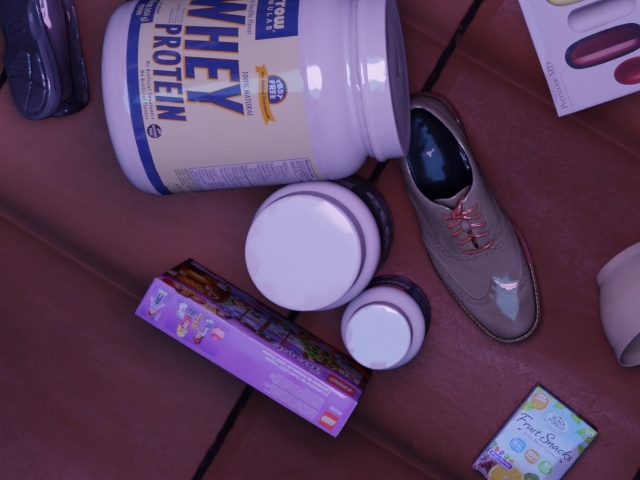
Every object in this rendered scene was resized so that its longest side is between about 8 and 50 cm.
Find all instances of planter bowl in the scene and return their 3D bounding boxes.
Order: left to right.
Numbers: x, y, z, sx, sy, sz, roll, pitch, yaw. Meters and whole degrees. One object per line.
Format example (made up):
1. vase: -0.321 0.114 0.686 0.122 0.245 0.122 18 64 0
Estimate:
1. planter bowl: 0.413 0.068 1.900 0.162 0.162 0.109 -36 63 10

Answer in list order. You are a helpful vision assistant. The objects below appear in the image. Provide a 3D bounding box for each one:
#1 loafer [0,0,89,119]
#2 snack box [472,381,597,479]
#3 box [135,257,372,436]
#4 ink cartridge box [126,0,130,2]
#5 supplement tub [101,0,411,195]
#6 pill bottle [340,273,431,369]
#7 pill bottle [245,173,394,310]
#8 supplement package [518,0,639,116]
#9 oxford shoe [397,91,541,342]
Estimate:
1. loafer: -0.368 -0.309 1.996 0.109 0.095 0.302 -7 92 39
2. snack box: 0.280 0.271 1.988 0.100 0.037 0.141 38 100 1
3. box: -0.078 0.131 1.938 0.293 0.201 0.057 31 100 3
4. ink cartridge box: -0.270 -0.360 1.914 0.066 0.189 0.232 -23 92 -19
5. supplement tub: -0.069 -0.180 1.768 0.325 0.235 0.235 -5 96 10
6. pill bottle: 0.082 0.106 1.924 0.108 0.180 0.107 1 97 7
7. pill bottle: 0.000 0.000 1.870 0.161 0.283 0.161 1 97 8
8. supplement package: 0.366 -0.278 1.831 0.203 0.149 0.194 -19 96 26
9. oxford shoe: 0.175 -0.021 1.921 0.123 0.130 0.348 -28 92 10
